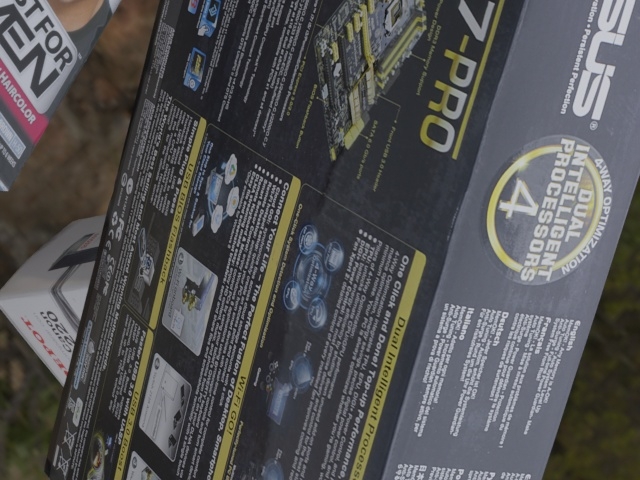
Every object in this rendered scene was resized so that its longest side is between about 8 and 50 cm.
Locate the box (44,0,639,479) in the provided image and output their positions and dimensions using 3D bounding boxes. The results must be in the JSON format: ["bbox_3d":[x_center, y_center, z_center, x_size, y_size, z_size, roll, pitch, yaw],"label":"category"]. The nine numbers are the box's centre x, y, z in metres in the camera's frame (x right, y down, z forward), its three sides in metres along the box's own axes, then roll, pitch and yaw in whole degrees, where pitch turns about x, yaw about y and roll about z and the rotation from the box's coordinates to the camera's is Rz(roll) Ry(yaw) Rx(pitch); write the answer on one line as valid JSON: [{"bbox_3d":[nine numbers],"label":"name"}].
[{"bbox_3d":[0.000,0.000,0.919,0.097,0.318,0.395,8,104,-30],"label":"box"}]

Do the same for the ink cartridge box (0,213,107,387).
[{"bbox_3d":[-0.091,0.061,1.230,0.092,0.218,0.158,-45,109,-27],"label":"ink cartridge box"}]

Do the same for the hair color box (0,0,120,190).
[{"bbox_3d":[-0.252,-0.250,1.608,0.374,0.114,0.185,-64,150,-24],"label":"hair color box"}]
